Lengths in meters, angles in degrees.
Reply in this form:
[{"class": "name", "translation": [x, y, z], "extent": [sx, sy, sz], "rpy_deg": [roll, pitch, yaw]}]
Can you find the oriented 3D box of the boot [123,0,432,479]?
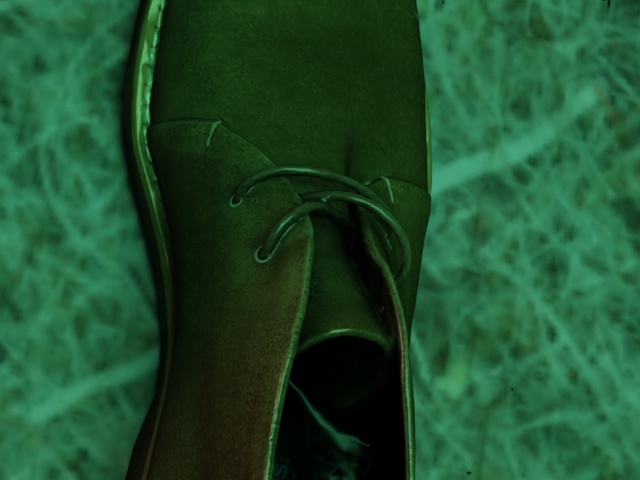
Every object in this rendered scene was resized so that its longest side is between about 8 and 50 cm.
[{"class": "boot", "translation": [0.000, 0.000, 0.588], "extent": [0.112, 0.115, 0.305], "rpy_deg": [9, 74, -20]}]
